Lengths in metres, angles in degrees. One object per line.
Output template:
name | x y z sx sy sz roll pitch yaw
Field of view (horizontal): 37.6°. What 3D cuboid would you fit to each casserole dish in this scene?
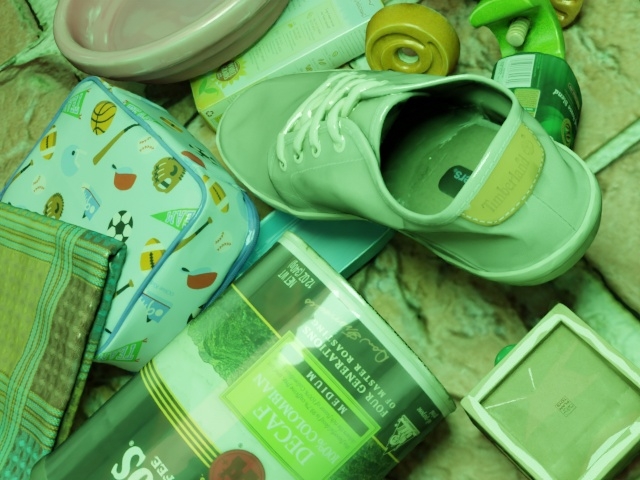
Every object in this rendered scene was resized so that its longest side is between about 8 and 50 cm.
casserole dish | 0.000 0.000 0.929 0.188 0.037 0.114 -40 52 -1

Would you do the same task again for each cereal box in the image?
cereal box | -0.046 -0.247 1.100 0.240 0.047 0.173 -25 50 9

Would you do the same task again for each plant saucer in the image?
plant saucer | -0.156 -0.301 1.110 0.332 0.084 0.332 -16 47 18

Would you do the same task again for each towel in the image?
towel | -0.359 0.091 0.967 0.370 0.040 0.272 14 86 40

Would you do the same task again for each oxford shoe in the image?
oxford shoe | 0.038 -0.090 0.817 0.449 0.130 0.169 26 81 50

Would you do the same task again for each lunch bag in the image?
lunch bag | -0.217 -0.017 0.984 0.303 0.115 0.243 43 101 39

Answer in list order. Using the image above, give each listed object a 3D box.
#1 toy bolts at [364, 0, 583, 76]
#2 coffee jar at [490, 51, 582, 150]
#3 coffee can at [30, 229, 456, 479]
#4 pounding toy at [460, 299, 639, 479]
toy bolts | 0.133 -0.282 0.940 0.218 0.228 0.159 -9 44 37
coffee jar | 0.181 -0.072 0.848 0.079 0.096 0.185 2 62 31
coffee can | -0.059 0.156 0.753 0.275 0.201 0.201 -44 52 -5
pounding toy | 0.188 0.120 0.736 0.130 0.100 0.141 -44 62 -4
